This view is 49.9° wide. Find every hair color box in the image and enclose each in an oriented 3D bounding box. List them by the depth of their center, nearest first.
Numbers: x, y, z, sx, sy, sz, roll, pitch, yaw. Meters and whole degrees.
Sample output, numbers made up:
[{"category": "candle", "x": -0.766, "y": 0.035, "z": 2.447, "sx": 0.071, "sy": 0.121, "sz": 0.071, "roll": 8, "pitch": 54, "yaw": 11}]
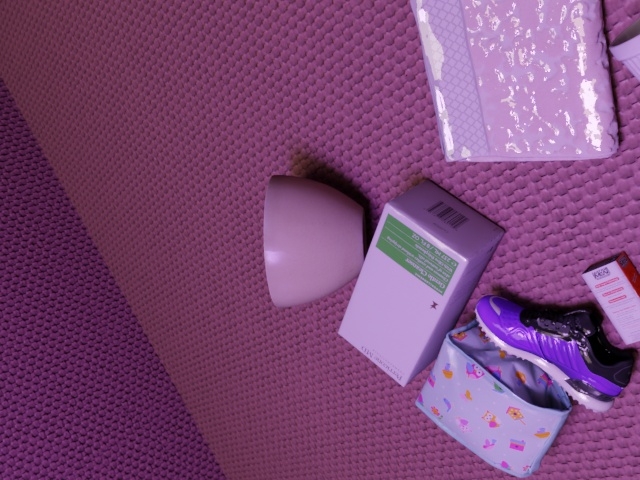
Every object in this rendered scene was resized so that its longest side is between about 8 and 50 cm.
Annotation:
[{"category": "hair color box", "x": 0.509, "y": 0.097, "z": 1.150, "sx": 0.072, "sy": 0.043, "sz": 0.141, "roll": -34, "pitch": 88, "yaw": 48}]

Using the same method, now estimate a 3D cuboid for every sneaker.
[{"category": "sneaker", "x": 0.426, "y": 0.163, "z": 1.236, "sx": 0.293, "sy": 0.102, "sz": 0.146, "roll": 35, "pitch": 129, "yaw": 19}]

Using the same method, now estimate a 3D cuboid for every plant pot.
[{"category": "plant pot", "x": 0.000, "y": 0.000, "z": 1.463, "sx": 0.190, "sy": 0.284, "sz": 0.284, "roll": -1, "pitch": 116, "yaw": 7}]

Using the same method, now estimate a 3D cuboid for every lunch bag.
[{"category": "lunch bag", "x": 0.347, "y": 0.310, "z": 1.344, "sx": 0.262, "sy": 0.160, "sz": 0.223, "roll": 40, "pitch": 134, "yaw": 30}]

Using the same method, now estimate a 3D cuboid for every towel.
[{"category": "towel", "x": 0.309, "y": -0.289, "z": 1.127, "sx": 0.317, "sy": 0.053, "sz": 0.332, "roll": 2, "pitch": 114, "yaw": 44}]

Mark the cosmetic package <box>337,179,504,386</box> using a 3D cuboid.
[{"category": "cosmetic package", "x": 0.191, "y": 0.090, "z": 1.377, "sx": 0.197, "sy": 0.155, "sz": 0.366, "roll": 36, "pitch": 132, "yaw": 23}]

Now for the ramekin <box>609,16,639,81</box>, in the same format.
[{"category": "ramekin", "x": 0.485, "y": -0.263, "z": 0.862, "sx": 0.109, "sy": 0.207, "sz": 0.207, "roll": 53, "pitch": 139, "yaw": -6}]
